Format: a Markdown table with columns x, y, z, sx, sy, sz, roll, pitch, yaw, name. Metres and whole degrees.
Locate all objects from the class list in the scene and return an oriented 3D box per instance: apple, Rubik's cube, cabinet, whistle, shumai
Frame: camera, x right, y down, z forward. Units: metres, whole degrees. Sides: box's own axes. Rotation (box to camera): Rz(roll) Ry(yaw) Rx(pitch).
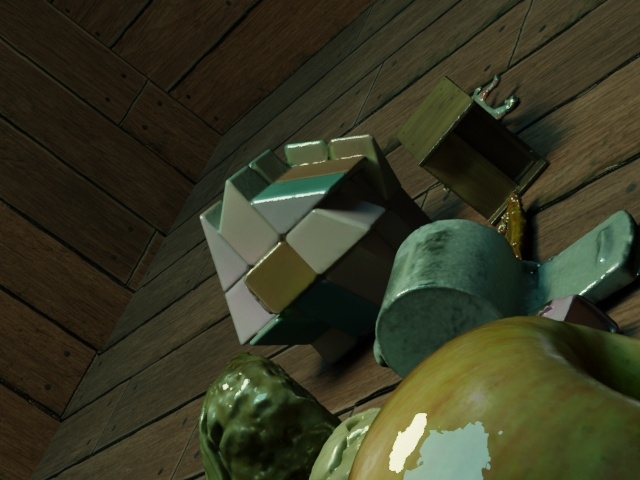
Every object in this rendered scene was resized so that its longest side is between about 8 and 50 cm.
| x | y | z | sx | sy | sz | roll | pitch | yaw | name |
| --- | --- | --- | --- | --- | --- | --- | --- | --- | --- |
| 0.202 | 0.252 | 0.933 | 0.391 | 0.391 | 0.346 | -130 | 56 | -73 | apple |
| 0.000 | 0.000 | 2.045 | 0.387 | 0.368 | 0.358 | -43 | 2 | 31 | Rubik's cube |
| 0.250 | -0.153 | 1.968 | 0.148 | 0.175 | 0.215 | -50 | 18 | 10 | cabinet |
| 0.249 | 0.083 | 1.576 | 0.405 | 0.188 | 0.168 | -7 | 31 | 20 | whistle |
| -0.107 | 0.344 | 1.676 | 0.288 | 0.292 | 0.330 | -44 | -22 | -14 | shumai |

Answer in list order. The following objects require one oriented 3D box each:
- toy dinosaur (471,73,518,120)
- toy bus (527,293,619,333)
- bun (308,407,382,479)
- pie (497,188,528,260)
| x | y | z | sx | sy | sz | roll | pitch | yaw | name |
| --- | --- | --- | --- | --- | --- | --- | --- | --- | --- |
| 0.306 | -0.233 | 2.192 | 0.167 | 0.053 | 0.242 | -51 | 17 | 11 | toy dinosaur |
| 0.254 | 0.197 | 1.396 | 0.274 | 0.090 | 0.112 | -59 | 17 | -20 | toy bus |
| 0.065 | 0.323 | 1.408 | 0.259 | 0.160 | 0.259 | -177 | 90 | -75 | bun |
| 0.294 | 0.005 | 1.782 | 0.191 | 0.033 | 0.088 | -79 | 15 | -53 | pie |
